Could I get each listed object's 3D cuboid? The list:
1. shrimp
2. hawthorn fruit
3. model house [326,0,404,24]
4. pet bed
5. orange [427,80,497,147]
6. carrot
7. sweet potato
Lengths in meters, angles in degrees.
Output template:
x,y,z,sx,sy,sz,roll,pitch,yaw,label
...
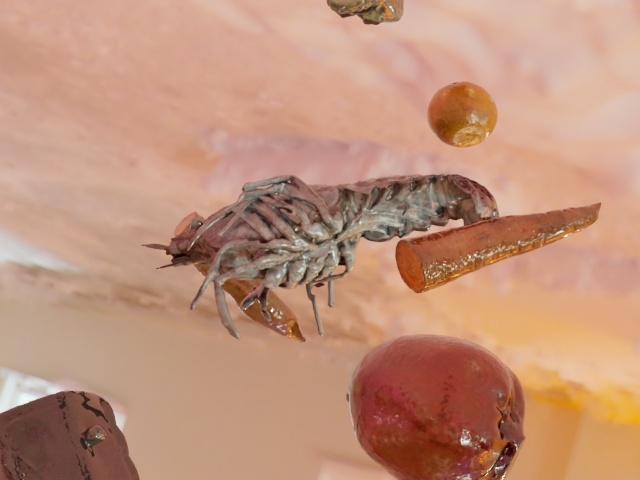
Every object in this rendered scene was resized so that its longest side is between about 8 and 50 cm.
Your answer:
x,y,z,sx,sy,sz,roll,pitch,yaw,label
-0.003,-0.002,1.665,0.410,0.166,0.221,-18,130,5,shrimp
0.197,0.286,2.420,0.311,0.295,0.295,36,170,6,hawthorn fruit
0.044,-0.232,1.328,0.066,0.079,0.083,1,161,17,model house
-0.338,0.322,1.937,0.183,0.211,0.159,-7,152,-35,pet bed
0.168,-0.149,1.716,0.083,0.070,0.083,-4,149,-2,orange
0.188,-0.001,1.451,0.224,0.057,0.057,-15,176,-15,carrot
-0.112,0.072,2.164,0.281,0.059,0.067,46,150,-19,sweet potato
